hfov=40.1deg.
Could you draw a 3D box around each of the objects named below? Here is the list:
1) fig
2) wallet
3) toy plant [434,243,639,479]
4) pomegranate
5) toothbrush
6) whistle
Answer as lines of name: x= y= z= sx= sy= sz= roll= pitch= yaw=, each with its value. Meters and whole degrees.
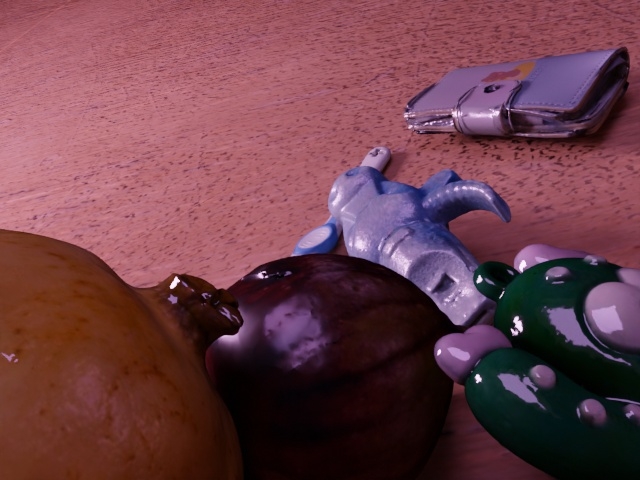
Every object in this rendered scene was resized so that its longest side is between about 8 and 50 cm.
fig: x=0.031 y=0.085 z=0.652 sx=0.249 sy=0.186 sz=0.204 roll=-24 pitch=13 yaw=-21
wallet: x=0.226 y=-0.163 z=1.021 sx=0.231 sy=0.069 sz=0.170 roll=3 pitch=34 yaw=42
toy plant: x=0.201 y=0.083 z=0.578 sx=0.243 sy=0.112 sz=0.232 roll=23 pitch=31 yaw=7
pomegranate: x=-0.183 y=0.142 z=0.494 sx=0.307 sy=0.307 sz=0.307 roll=-14 pitch=32 yaw=9
toothbrush: x=-0.001 y=-0.004 z=0.927 sx=0.040 sy=0.040 sz=0.386 roll=0 pitch=37 yaw=29
whistle: x=0.081 y=0.007 z=0.818 sx=0.180 sy=0.093 sz=0.269 roll=-46 pitch=34 yaw=4
